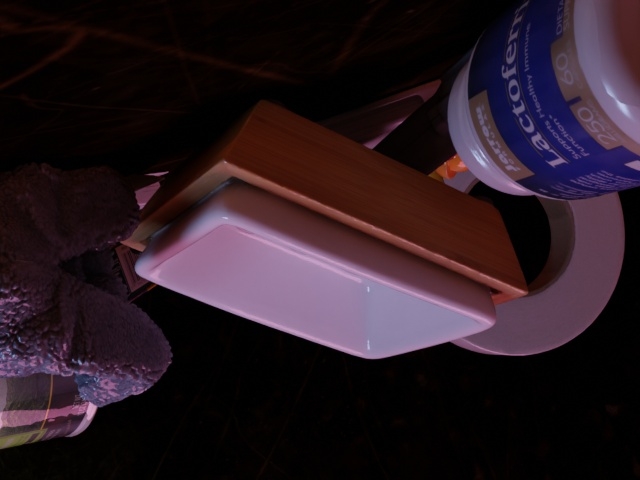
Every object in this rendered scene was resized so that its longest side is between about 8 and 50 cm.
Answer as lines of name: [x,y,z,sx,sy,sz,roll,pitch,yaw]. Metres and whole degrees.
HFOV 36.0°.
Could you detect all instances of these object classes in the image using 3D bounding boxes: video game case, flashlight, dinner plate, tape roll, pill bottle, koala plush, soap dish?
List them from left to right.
koala plush: [-0.270,0.049,0.771,0.221,0.196,0.203,-18,168,22]
dinner plate: [-0.214,-0.040,0.920,0.141,0.017,0.141,-19,-173,3]
soap dish: [0.000,0.000,0.864,0.290,0.118,0.229,23,155,-23]
video game case: [0.068,-0.126,1.153,0.299,0.036,0.329,-18,180,12]
flashlight: [0.099,-0.086,0.935,0.103,0.103,0.304,25,145,-21]
tape roll: [0.294,-0.014,1.553,0.392,0.392,0.072,-18,179,-17]
pill bottle: [0.186,-0.107,0.655,0.153,0.153,0.264,-18,179,-13]

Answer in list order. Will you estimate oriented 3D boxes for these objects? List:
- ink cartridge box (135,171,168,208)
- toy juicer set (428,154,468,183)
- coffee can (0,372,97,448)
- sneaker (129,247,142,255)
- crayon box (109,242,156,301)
ink cartridge box: [-0.197,-0.045,1.019,0.083,0.028,0.048,-19,179,28]
toy juicer set: [0.269,-0.165,1.389,0.329,0.089,0.209,-22,173,-15]
coffee can: [-0.404,0.136,1.063,0.275,0.202,0.201,-4,170,-42]
sneaker: [-0.254,-0.001,1.618,0.132,0.086,0.228,-13,168,-21]
crayon box: [-0.484,0.113,1.616,0.313,0.106,0.363,-17,-172,18]
